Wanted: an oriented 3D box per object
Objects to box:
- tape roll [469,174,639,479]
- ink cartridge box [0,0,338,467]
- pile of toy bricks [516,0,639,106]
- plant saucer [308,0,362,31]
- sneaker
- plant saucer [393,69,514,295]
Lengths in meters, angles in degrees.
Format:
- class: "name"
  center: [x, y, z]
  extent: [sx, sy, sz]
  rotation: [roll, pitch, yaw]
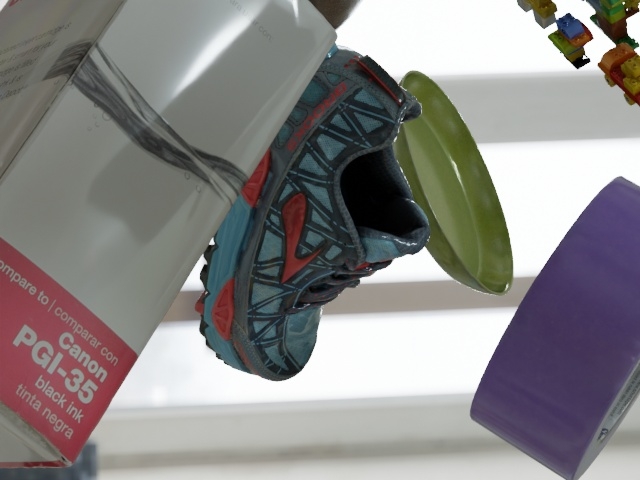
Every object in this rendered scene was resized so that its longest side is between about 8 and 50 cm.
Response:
- class: "tape roll"
  center: [0.180, 0.057, 1.206]
  extent: [0.189, 0.080, 0.189]
  rotation: [-53, 165, -20]
- class: "ink cartridge box"
  center: [-0.143, -0.027, 0.976]
  extent: [0.207, 0.117, 0.283]
  rotation: [-11, -138, 54]
- class: "pile of toy bricks"
  center: [0.254, -0.221, 1.660]
  extent: [0.212, 0.118, 0.105]
  rotation: [51, -11, 43]
- class: "plant saucer"
  center: [-0.001, -0.303, 1.383]
  extent: [0.310, 0.050, 0.310]
  rotation: [-6, 90, -85]
- class: "sneaker"
  center: [0.000, 0.000, 1.132]
  extent: [0.104, 0.125, 0.262]
  rotation: [-50, 156, -43]
- class: "plant saucer"
  center: [0.122, -0.052, 1.847]
  extent: [0.241, 0.037, 0.241]
  rotation: [50, 27, -37]
